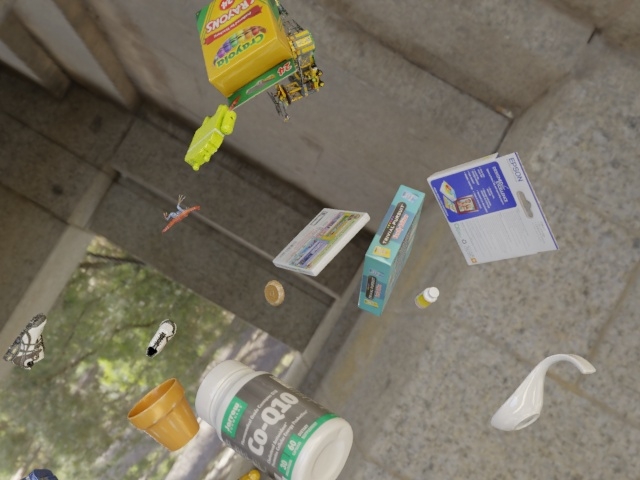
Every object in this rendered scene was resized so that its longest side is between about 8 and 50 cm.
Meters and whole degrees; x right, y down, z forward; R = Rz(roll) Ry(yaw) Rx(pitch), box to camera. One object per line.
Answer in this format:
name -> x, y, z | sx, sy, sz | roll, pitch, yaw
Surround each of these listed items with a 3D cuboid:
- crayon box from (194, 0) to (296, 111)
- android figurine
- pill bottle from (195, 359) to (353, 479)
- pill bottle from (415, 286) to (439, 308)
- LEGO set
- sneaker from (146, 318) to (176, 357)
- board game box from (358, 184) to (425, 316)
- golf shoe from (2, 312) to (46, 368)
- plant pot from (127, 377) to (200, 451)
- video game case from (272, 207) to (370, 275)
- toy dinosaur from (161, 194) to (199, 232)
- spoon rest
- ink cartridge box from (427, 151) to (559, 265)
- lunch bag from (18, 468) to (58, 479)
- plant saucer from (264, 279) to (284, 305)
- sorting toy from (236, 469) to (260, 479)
crayon box -> -0.187, -0.489, 1.758 | 0.081, 0.202, 0.319 | 40, -154, -51
android figurine -> -0.390, -0.357, 2.518 | 0.056, 0.273, 0.248 | 36, 131, -27
pill bottle -> -0.119, 0.441, 1.729 | 0.361, 0.204, 0.204 | 24, 171, 34
pill bottle -> 0.306, 0.162, 2.057 | 0.043, 0.043, 0.083 | 31, 150, -5
LEGO set -> -0.149, -0.512, 2.003 | 0.331, 0.192, 0.255 | 58, 167, 31
sneaker -> -0.370, 0.230, 1.671 | 0.040, 0.109, 0.044 | 31, -158, -4
board game box -> 0.203, 0.036, 2.101 | 0.079, 0.254, 0.336 | 22, 152, 12
golf shoe -> -0.797, 0.282, 2.004 | 0.094, 0.198, 0.077 | 37, -152, -12
plant pot -> -0.517, 0.606, 2.451 | 0.188, 0.205, 0.205 | 54, 169, -10
video game case -> 0.000, 0.000, 1.825 | 0.193, 0.212, 0.023 | 10, 141, 56
toy dinosaur -> -0.319, -0.057, 1.671 | 0.082, 0.090, 0.047 | -2, 164, 32
spoon rest -> 0.497, 0.346, 1.652 | 0.137, 0.276, 0.084 | 9, -138, -44
ink cartridge box -> 0.494, -0.089, 2.042 | 0.307, 0.072, 0.304 | -15, 108, 44
lunch bag -> -0.591, 0.523, 1.518 | 0.067, 0.065, 0.098 | 54, 176, 17
plant saucer -> -0.151, 0.169, 2.296 | 0.083, 0.083, 0.015 | 26, -159, 33
sorting toy -> -0.101, 0.572, 1.668 | 0.127, 0.126, 0.365 | 37, -168, 33
